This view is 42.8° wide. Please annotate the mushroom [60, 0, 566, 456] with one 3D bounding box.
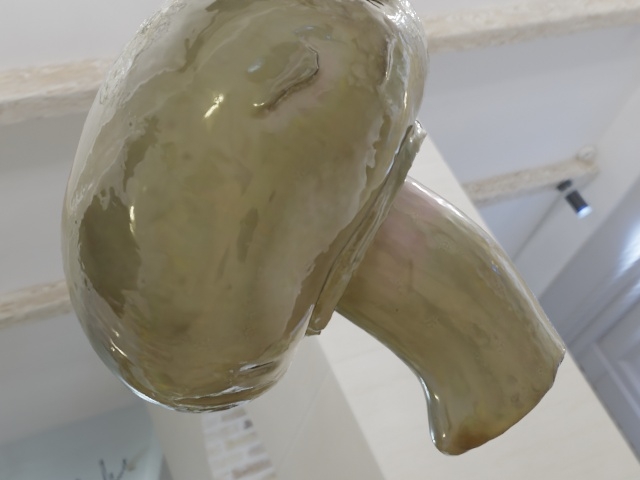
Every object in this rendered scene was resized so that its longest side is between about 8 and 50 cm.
[{"bbox_3d":[-0.032,-0.010,0.568,0.315,0.315,0.356,-24,-63,-7],"label":"mushroom"}]
